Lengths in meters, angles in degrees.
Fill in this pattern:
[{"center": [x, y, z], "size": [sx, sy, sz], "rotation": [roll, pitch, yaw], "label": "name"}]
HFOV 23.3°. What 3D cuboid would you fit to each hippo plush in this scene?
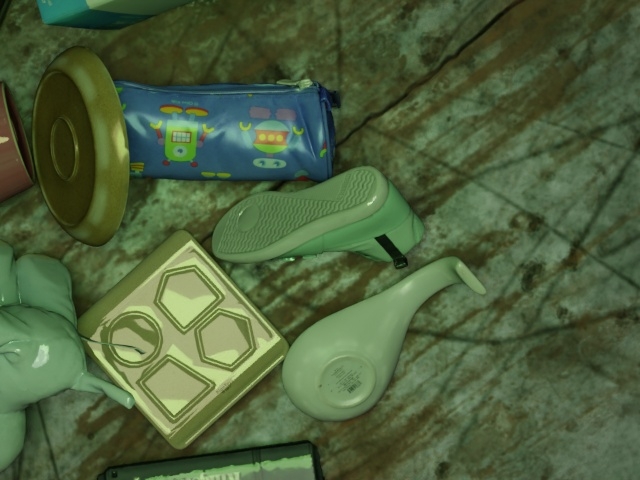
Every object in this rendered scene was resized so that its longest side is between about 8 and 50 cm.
[{"center": [-0.389, 0.154, 1.846], "size": [0.294, 0.234, 0.236], "rotation": [27, 114, -12], "label": "hippo plush"}]

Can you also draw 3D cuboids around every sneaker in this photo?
[{"center": [0.000, 0.000, 1.885], "size": [0.256, 0.151, 0.094], "rotation": [-15, 55, 29], "label": "sneaker"}]

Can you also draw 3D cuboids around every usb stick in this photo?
[{"center": [-0.134, 0.300, 1.911], "size": [0.278, 0.045, 0.077], "rotation": [-7, 92, -1], "label": "usb stick"}]

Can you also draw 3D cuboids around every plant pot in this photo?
[{"center": [-0.288, -0.108, 1.809], "size": [0.032, 0.236, 0.236], "rotation": [-7, 92, -32], "label": "plant pot"}, {"center": [-0.439, -0.102, 1.816], "size": [0.180, 0.201, 0.201], "rotation": [-15, 92, -3], "label": "plant pot"}]

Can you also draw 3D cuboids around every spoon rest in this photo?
[{"center": [0.075, 0.117, 1.900], "size": [0.276, 0.084, 0.137], "rotation": [-38, 112, 8], "label": "spoon rest"}]

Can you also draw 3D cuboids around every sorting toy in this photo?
[{"center": [-0.172, 0.122, 1.914], "size": [0.193, 0.038, 0.208], "rotation": [-42, 88, -1], "label": "sorting toy"}]

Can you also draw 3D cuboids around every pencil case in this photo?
[{"center": [-0.126, -0.134, 1.863], "size": [0.306, 0.119, 0.133], "rotation": [1, 115, -2], "label": "pencil case"}]

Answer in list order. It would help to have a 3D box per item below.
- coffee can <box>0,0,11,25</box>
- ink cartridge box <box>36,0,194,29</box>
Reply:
[{"center": [-0.502, -0.348, 1.806], "size": [0.275, 0.201, 0.201], "rotation": [20, 91, -2], "label": "coffee can"}, {"center": [-0.186, -0.378, 1.776], "size": [0.270, 0.197, 0.198], "rotation": [-16, 90, 20], "label": "ink cartridge box"}]
